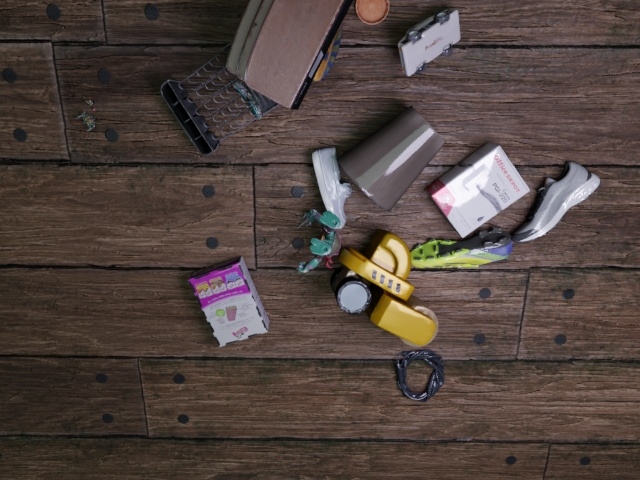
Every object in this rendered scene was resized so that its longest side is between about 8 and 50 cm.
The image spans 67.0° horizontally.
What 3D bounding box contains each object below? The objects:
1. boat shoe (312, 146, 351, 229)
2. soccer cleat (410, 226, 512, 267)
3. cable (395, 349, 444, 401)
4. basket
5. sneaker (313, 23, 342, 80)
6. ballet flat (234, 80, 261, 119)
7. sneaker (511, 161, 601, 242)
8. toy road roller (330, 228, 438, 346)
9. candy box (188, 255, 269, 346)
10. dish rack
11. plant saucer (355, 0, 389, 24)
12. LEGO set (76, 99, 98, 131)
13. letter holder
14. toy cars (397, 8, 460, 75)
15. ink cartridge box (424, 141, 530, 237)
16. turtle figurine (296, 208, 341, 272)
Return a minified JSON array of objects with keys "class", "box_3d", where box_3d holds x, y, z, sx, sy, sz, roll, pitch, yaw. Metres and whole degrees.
[{"class":"boat shoe","box_3d":[0.043,-0.143,1.319,0.081,0.079,0.227,-15,104,10]},{"class":"soccer cleat","box_3d":[0.396,0.047,1.373,0.290,0.093,0.121,-12,130,10]},{"class":"cable","box_3d":[0.316,0.424,1.521,0.151,0.047,0.184,-12,105,-1]},{"class":"basket","box_3d":[0.192,-0.220,1.242,0.204,0.154,0.227,40,109,-18]},{"class":"sneaker","box_3d":[-0.015,-0.550,1.191,0.131,0.112,0.296,15,106,13]},{"class":"ballet flat","box_3d":[-0.181,-0.374,1.270,0.041,0.041,0.114,-34,105,11]},{"class":"sneaker","box_3d":[0.624,-0.100,1.328,0.108,0.100,0.271,43,100,2]},{"class":"toy road roller","box_3d":[0.197,0.117,1.343,0.330,0.202,0.240,30,95,-7]},{"class":"candy box","box_3d":[-0.266,0.181,1.430,0.159,0.071,0.233,-18,106,6]},{"class":"dish rack","box_3d":[-0.246,-0.367,1.227,0.272,0.074,0.208,-25,107,25]},{"class":"plant saucer","box_3d":[0.130,-0.585,1.211,0.084,0.013,0.083,0,107,0]},{"class":"LEGO set","box_3d":[-0.618,-0.333,1.298,0.054,0.023,0.083,26,93,-10]},{"class":"letter holder","box_3d":[-0.083,-0.475,1.068,0.215,0.152,0.301,28,105,-4]},{"class":"toy cars","box_3d":[0.294,-0.585,1.166,0.177,0.087,0.393,8,113,-45]},{"class":"ink cartridge box","box_3d":[0.422,-0.137,1.311,0.218,0.092,0.158,-38,104,10]},{"class":"turtle figurine","box_3d":[0.000,0.000,1.322,0.118,0.234,0.175,4,80,-7]}]
